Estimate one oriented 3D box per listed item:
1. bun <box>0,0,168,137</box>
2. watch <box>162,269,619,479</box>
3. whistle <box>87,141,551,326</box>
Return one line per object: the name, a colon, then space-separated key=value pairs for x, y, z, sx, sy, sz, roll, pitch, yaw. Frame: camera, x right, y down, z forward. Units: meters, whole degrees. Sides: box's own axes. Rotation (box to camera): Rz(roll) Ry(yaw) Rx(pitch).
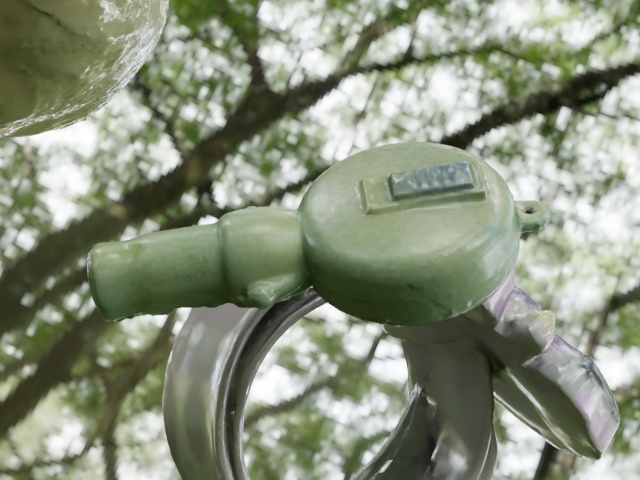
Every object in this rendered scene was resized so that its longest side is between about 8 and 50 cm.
bun: x=-0.317 y=-0.207 z=1.361 sx=0.364 sy=0.202 sz=0.364 roll=9 pitch=-37 yaw=7
watch: x=0.040 y=0.110 z=1.017 sx=0.244 sy=0.231 sz=0.196 roll=46 pitch=-18 yaw=-19
whistle: x=0.000 y=0.000 z=0.889 sx=0.258 sy=0.126 sz=0.067 roll=-10 pitch=-54 yaw=1
